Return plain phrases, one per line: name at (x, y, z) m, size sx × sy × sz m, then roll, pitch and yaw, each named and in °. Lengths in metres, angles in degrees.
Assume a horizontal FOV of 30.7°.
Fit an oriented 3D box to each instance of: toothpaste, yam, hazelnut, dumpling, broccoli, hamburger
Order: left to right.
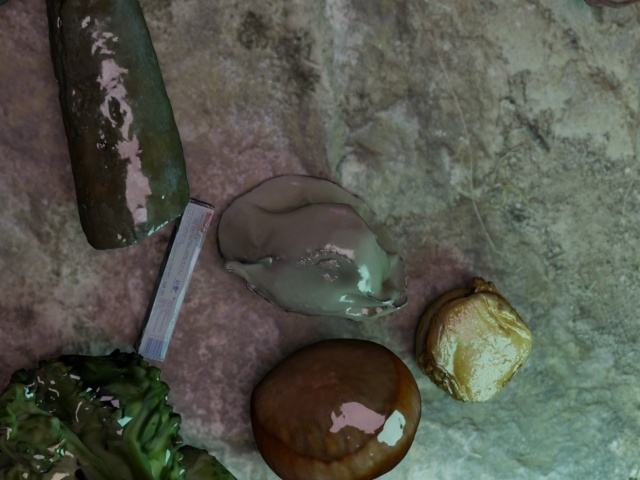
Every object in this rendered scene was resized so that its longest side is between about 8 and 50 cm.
broccoli at (-0.242, 0.288, 1.282) m, size 0.277 × 0.317 × 0.338 m, roll -37°, pitch 75°, yaw -12°
yam at (-0.234, -0.162, 1.296) m, size 0.133 × 0.133 × 0.330 m, roll -14°, pitch 97°, yaw -16°
toothpaste at (-0.173, 0.045, 1.380) m, size 0.040 × 0.047 × 0.196 m, roll 18°, pitch 92°, yaw -16°
dumpling at (0.000, 0.000, 1.404) m, size 0.247 × 0.142 × 0.173 m, roll 19°, pitch 56°, yaw -13°
hazelnut at (0.023, 0.214, 1.409) m, size 0.214 × 0.176 × 0.214 m, roll -4°, pitch 135°, yaw -4°
hamburger at (0.194, 0.129, 1.496) m, size 0.138 × 0.083 × 0.147 m, roll 42°, pitch 85°, yaw -23°

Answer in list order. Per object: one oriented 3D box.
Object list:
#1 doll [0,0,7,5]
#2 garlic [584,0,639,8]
doll at (-0.422, -0.302, 1.191) m, size 0.245 × 0.158 × 0.340 m, roll 31°, pitch 85°, yaw -32°
garlic at (0.373, -0.418, 1.455) m, size 0.143 × 0.178 × 0.229 m, roll -44°, pitch 131°, yaw -40°
